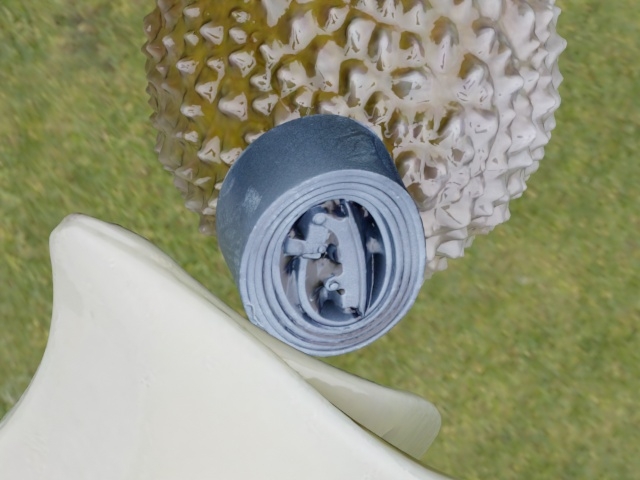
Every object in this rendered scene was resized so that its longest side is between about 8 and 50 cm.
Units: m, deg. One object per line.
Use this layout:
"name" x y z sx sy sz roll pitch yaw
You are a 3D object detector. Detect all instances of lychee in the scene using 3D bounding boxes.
"lychee" 0.029 -0.140 1.449 0.380 0.432 0.380 -1 127 -2

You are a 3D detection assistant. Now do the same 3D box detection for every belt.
"belt" 0.000 0.000 1.195 0.141 0.082 0.190 -16 135 -7

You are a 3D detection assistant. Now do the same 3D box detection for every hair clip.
"hair clip" -0.018 0.113 0.637 0.282 0.113 0.172 18 122 -44

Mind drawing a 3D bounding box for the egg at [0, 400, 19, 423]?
"egg" -0.251 0.333 2.027 0.371 0.230 0.230 41 90 13
